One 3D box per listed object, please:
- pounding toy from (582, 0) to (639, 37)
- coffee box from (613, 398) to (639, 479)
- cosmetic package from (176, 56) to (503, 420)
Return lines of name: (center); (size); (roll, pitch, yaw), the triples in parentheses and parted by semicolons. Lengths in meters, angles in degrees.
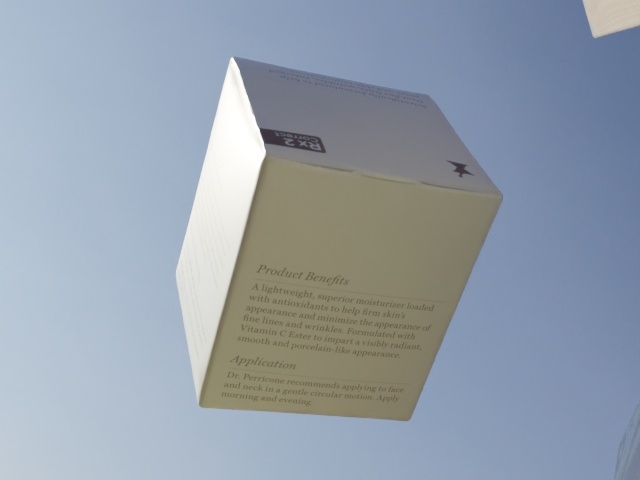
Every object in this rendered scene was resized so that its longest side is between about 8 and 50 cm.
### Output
pounding toy: (0.168, -0.143, 0.467); (0.206, 0.094, 0.181); (-18, 7, 1)
coffee box: (0.283, 0.144, 0.320); (0.338, 0.334, 0.337); (17, -47, 14)
cosmetic package: (0.000, 0.000, 0.656); (0.151, 0.151, 0.183); (8, -61, -19)
